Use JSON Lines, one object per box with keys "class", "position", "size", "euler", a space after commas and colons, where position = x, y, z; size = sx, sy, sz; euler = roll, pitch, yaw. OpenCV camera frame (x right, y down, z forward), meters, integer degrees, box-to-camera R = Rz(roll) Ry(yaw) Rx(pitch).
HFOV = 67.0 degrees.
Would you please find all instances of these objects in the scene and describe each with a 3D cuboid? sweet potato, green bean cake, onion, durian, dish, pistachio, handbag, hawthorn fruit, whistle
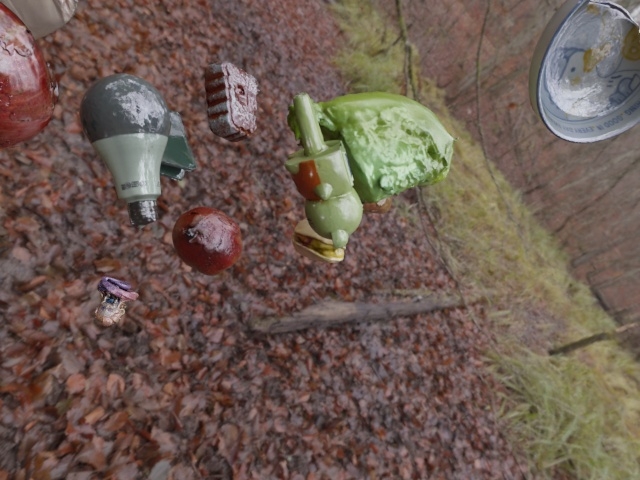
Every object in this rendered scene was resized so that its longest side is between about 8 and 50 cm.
{"class": "sweet potato", "position": [0.107, -0.148, 1.387], "size": [0.385, 0.109, 0.109], "euler": [25, 35, -56]}
{"class": "green bean cake", "position": [-0.269, -0.428, 1.515], "size": [0.198, 0.097, 0.233], "euler": [13, 70, -66]}
{"class": "onion", "position": [-0.364, -0.162, 0.470], "size": [0.184, 0.184, 0.147], "euler": [46, 43, -11]}
{"class": "durian", "position": [0.117, -0.199, 1.034], "size": [0.339, 0.204, 0.256], "euler": [-18, 71, -19]}
{"class": "dish", "position": [0.454, -0.316, 0.809], "size": [0.273, 0.273, 0.134], "euler": [33, 22, -33]}
{"class": "pistachio", "position": [0.000, 0.000, 1.407], "size": [0.145, 0.117, 0.200], "euler": [9, 4, -42]}
{"class": "handbag", "position": [-0.504, -0.312, 1.420], "size": [0.247, 0.079, 0.260], "euler": [13, 48, -55]}
{"class": "hawthorn fruit", "position": [-0.297, -0.008, 1.248], "size": [0.181, 0.181, 0.235], "euler": [59, -2, 16]}
{"class": "whistle", "position": [0.003, -0.114, 0.855], "size": [0.131, 0.106, 0.289], "euler": [-80, 153, -64]}

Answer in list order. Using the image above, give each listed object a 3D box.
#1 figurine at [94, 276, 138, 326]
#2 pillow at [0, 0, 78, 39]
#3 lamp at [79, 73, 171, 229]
{"class": "figurine", "position": [-0.649, 0.191, 1.526], "size": [0.126, 0.157, 0.114], "euler": [16, 17, -6]}
{"class": "pillow", "position": [-0.414, -0.368, 0.567], "size": [0.067, 0.173, 0.270], "euler": [-87, 164, -50]}
{"class": "lamp", "position": [-0.385, -0.198, 1.030], "size": [0.314, 0.181, 0.182], "euler": [66, 26, -1]}
